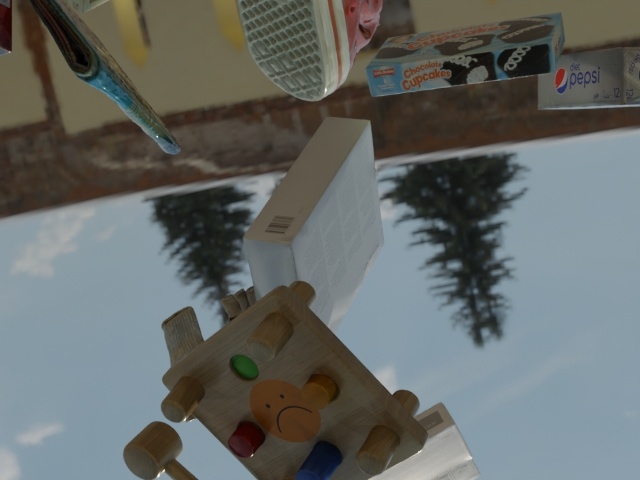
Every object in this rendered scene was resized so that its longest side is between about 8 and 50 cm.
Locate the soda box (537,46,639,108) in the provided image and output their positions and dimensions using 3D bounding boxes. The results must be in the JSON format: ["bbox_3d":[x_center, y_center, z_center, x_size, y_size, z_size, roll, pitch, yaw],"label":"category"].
[{"bbox_3d":[0.483,-0.278,2.032,0.091,0.098,0.286,-2,-175,-18],"label":"soda box"}]

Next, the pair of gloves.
[{"bbox_3d":[-0.168,0.198,2.065,0.042,0.204,0.240,7,-159,44],"label":"pair of gloves"}]

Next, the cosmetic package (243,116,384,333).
[{"bbox_3d":[0.000,0.000,2.074,0.097,0.284,0.377,6,-141,23],"label":"cosmetic package"}]

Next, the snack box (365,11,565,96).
[{"bbox_3d":[0.256,-0.325,2.051,0.322,0.060,0.187,-5,-156,19],"label":"snack box"}]

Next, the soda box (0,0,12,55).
[{"bbox_3d":[-0.501,-0.302,1.451,0.092,0.083,0.263,-10,164,24],"label":"soda box"}]

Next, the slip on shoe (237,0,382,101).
[{"bbox_3d":[-0.003,-0.234,0.805,0.123,0.331,0.101,31,-116,20],"label":"slip on shoe"}]

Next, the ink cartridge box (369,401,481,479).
[{"bbox_3d":[0.162,0.377,1.975,0.181,0.224,0.056,-30,-127,1],"label":"ink cartridge box"}]

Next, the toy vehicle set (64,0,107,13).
[{"bbox_3d":[-0.097,-0.300,0.909,0.035,0.166,0.267,37,-128,18],"label":"toy vehicle set"}]

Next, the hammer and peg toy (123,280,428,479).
[{"bbox_3d":[-0.064,0.229,1.444,0.361,0.266,0.127,-39,-172,40],"label":"hammer and peg toy"}]

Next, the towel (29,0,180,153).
[{"bbox_3d":[-0.342,-0.275,1.741,0.040,0.271,0.370,-38,163,0],"label":"towel"}]
